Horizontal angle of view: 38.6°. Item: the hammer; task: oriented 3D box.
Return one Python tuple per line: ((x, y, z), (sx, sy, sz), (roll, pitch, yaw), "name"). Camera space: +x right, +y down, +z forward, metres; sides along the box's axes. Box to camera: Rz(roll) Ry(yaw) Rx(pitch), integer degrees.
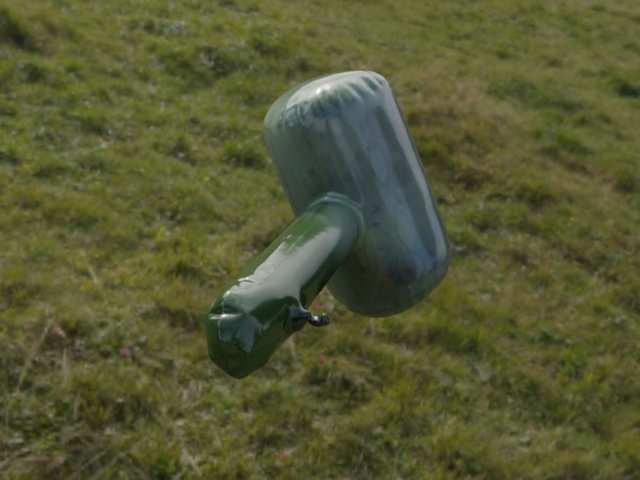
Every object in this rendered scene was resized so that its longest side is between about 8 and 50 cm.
((0.000, 0.000, 0.675), (0.119, 0.206, 0.335), (-18, 15, 24), "hammer")
